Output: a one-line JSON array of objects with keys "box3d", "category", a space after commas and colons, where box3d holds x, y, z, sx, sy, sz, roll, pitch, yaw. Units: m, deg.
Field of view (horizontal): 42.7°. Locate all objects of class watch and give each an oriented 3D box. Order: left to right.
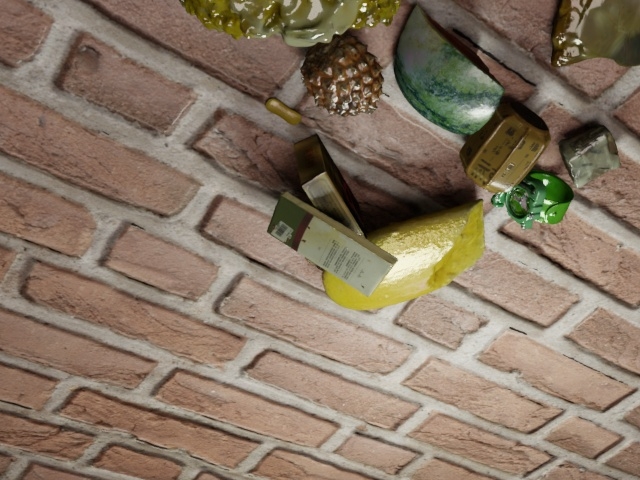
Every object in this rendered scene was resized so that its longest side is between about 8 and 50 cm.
[{"box3d": [0.510, -0.117, 1.944, 0.152, 0.165, 0.131, -14, 136, -31], "category": "watch"}]

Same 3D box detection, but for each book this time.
[{"box3d": [0.018, 0.012, 1.828, 0.289, 0.026, 0.201, 32, 151, 2], "category": "book"}]

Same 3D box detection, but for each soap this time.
[{"box3d": [-0.080, -0.277, 1.769, 0.089, 0.012, 0.034, 28, 121, -29], "category": "soap"}, {"box3d": [0.212, 0.052, 2.004, 0.427, 0.115, 0.306, -20, 149, 1], "category": "soap"}]

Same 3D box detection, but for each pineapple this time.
[{"box3d": [0.054, -0.320, 1.663, 0.166, 0.166, 0.193, -33, 127, 18], "category": "pineapple"}]

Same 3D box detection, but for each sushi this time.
[{"box3d": [-0.052, -0.492, 1.359, 0.397, 0.351, 0.240, -5, 131, -7], "category": "sushi"}]

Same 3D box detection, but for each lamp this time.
[{"box3d": [0.409, -0.207, 1.822, 0.161, 0.161, 0.185, 20, 125, -25], "category": "lamp"}]

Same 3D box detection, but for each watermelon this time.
[{"box3d": [0.258, -0.339, 1.693, 0.260, 0.176, 0.256, 23, 162, -28], "category": "watermelon"}]

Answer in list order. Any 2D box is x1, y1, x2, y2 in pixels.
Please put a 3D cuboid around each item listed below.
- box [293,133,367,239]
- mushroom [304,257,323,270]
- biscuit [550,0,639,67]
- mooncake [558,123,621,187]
[{"box3d": [0.025, -0.101, 1.844, 0.071, 0.159, 0.240, -25, 129, 10], "category": "box"}, {"box3d": [0.000, 0.000, 1.951, 0.084, 0.071, 0.209, 30, 157, 19], "category": "mushroom"}, {"box3d": [0.630, -0.457, 1.693, 0.335, 0.078, 0.329, -40, 121, 21], "category": "biscuit"}, {"box3d": [0.627, -0.204, 1.912, 0.125, 0.073, 0.130, -27, 132, 10], "category": "mooncake"}]
